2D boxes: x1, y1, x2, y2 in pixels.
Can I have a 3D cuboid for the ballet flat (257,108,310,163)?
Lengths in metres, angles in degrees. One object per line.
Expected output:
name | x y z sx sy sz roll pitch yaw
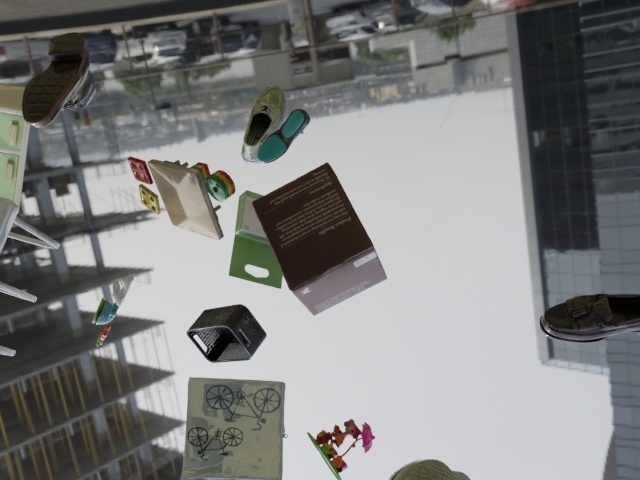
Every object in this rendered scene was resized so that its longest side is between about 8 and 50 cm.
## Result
ballet flat | -0.101 -0.300 1.894 0.203 0.074 0.074 -45 176 24

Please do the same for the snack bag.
snack bag | -0.264 0.596 2.052 0.322 0.343 0.037 5 145 -12

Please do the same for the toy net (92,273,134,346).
toy net | -0.500 0.155 1.547 0.045 0.232 0.122 25 -135 -16

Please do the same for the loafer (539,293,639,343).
loafer | 0.623 0.148 1.382 0.302 0.095 0.109 -4 -130 5

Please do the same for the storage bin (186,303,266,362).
storage bin | -0.245 0.244 1.701 0.180 0.122 0.084 -14 -151 40

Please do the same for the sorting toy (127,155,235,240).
sorting toy | -0.226 -0.080 1.120 0.274 0.132 0.046 16 -136 39

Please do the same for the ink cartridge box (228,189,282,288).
ink cartridge box | -0.154 -0.002 1.788 0.171 0.235 0.056 17 155 -29

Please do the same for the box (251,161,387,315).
box | 0.000 0.000 1.231 0.168 0.203 0.167 -27 154 3

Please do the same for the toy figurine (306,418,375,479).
toy figurine | 0.072 0.572 1.861 0.159 0.130 0.173 -33 -125 -14

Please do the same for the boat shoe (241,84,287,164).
boat shoe | -0.169 -0.373 2.020 0.109 0.303 0.094 14 152 -1

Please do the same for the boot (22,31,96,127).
boot | -0.427 -0.243 1.100 0.082 0.106 0.219 1 -128 7

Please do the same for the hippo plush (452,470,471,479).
hippo plush | 0.397 0.682 1.533 0.236 0.294 0.234 28 -149 -22

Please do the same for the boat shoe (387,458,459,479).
boat shoe | 0.133 0.582 1.255 0.156 0.187 0.500 -43 167 35

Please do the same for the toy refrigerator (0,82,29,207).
toy refrigerator | -0.659 -0.183 1.339 0.102 0.270 0.094 8 -140 -25

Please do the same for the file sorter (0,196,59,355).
file sorter | -0.419 0.085 0.666 0.192 0.278 0.173 16 167 3
